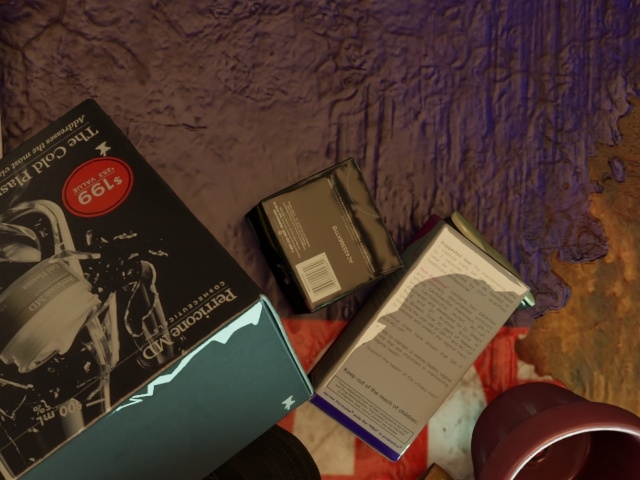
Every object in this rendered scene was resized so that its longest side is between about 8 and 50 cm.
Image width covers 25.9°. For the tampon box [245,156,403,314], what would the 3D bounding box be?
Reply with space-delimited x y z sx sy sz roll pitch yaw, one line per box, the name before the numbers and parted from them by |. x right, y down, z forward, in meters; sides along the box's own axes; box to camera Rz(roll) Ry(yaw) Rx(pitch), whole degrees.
tampon box | 0.000 0.000 1.384 0.101 0.161 0.120 -25 89 -10

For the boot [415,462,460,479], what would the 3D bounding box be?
boot | 0.108 0.337 1.400 0.152 0.073 0.197 44 73 -3

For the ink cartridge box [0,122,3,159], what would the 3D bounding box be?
ink cartridge box | -0.418 -0.187 1.321 0.201 0.117 0.278 -2 85 -30

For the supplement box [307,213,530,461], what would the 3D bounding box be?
supplement box | 0.094 0.094 1.397 0.114 0.111 0.220 36 95 -5

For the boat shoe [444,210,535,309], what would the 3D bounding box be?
boat shoe | 0.173 0.028 1.472 0.133 0.049 0.042 43 107 -10

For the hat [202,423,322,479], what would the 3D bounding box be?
hat | -0.159 0.290 1.344 0.331 0.331 0.134 -13 132 -10

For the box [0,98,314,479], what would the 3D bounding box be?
box | -0.241 0.098 1.256 0.343 0.179 0.312 -37 55 -10

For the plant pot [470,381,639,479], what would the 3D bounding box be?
plant pot | 0.229 0.229 1.339 0.201 0.180 0.201 -3 109 -10
